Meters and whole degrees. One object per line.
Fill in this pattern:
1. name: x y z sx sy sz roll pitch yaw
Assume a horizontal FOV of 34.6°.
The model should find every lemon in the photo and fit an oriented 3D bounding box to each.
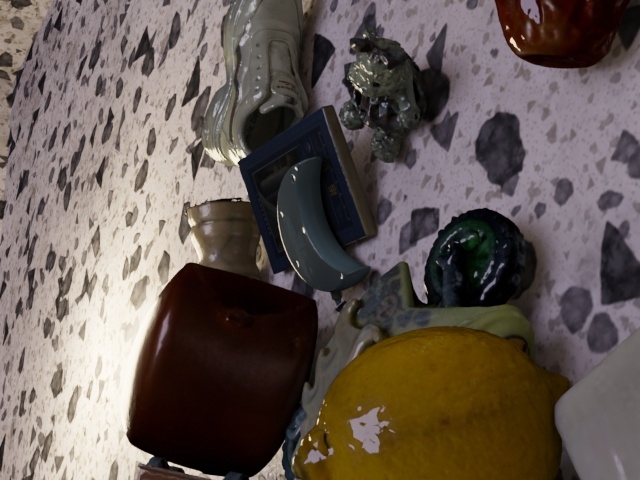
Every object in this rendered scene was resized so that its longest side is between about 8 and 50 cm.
1. lemon: 0.100 0.168 0.893 0.188 0.256 0.188 166 90 -82

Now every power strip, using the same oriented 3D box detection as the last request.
1. power strip: 0.000 0.000 1.432 0.137 0.044 0.216 -39 70 54

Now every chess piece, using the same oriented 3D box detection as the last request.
1. chess piece: -0.146 0.089 1.664 0.137 0.137 0.301 -21 72 57

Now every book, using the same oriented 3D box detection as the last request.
1. book: -0.028 -0.067 1.509 0.269 0.025 0.191 -23 85 56

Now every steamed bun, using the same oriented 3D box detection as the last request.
1. steamed bun: -0.146 0.188 1.396 0.379 0.235 0.248 136 151 -73

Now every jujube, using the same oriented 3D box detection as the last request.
1. jujube: 0.251 -0.307 1.040 0.190 0.190 0.255 16 99 62

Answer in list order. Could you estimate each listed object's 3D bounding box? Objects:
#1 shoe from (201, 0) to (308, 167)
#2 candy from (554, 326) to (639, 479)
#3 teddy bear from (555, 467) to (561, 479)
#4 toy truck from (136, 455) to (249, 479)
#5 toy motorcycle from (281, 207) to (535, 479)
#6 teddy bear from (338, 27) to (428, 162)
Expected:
1. shoe: -0.079 -0.262 1.668 0.210 0.132 0.342 38 115 55
2. candy: 0.341 0.103 0.726 0.359 0.145 0.208 -53 36 38
3. teddy bear: 0.192 0.405 0.895 0.375 0.362 0.327 47 119 15
4. toy truck: -0.149 0.409 1.345 0.338 0.133 0.184 66 -143 -62
5. toy motorcycle: 0.093 0.160 1.121 0.410 0.168 0.237 -52 27 23
6. teddy bear: 0.093 -0.203 1.335 0.133 0.111 0.213 47 160 21
